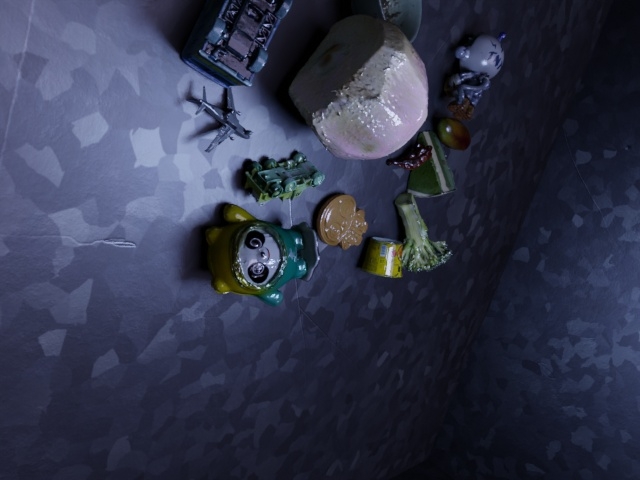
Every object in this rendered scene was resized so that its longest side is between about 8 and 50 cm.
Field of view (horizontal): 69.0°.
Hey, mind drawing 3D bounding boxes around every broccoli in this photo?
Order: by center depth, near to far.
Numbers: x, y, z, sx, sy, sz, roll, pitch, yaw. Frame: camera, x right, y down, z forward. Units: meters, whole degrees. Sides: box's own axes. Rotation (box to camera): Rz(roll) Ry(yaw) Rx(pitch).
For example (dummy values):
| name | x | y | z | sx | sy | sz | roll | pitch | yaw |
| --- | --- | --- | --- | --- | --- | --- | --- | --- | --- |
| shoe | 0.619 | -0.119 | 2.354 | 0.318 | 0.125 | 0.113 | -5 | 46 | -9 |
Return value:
| name | x | y | z | sx | sy | sz | roll | pitch | yaw |
| --- | --- | --- | --- | --- | --- | --- | --- | --- | --- |
| broccoli | 0.405 | -0.028 | 2.078 | 0.221 | 0.252 | 0.361 | -39 | 100 | -31 |

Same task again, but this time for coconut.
| name | x | y | z | sx | sy | sz | roll | pitch | yaw |
| --- | --- | --- | --- | --- | --- | --- | --- | --- | --- |
| coconut | 0.136 | -0.428 | 1.394 | 0.404 | 0.404 | 0.405 | -24 | 126 | -37 |

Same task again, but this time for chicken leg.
| name | x | y | z | sx | sy | sz | roll | pitch | yaw |
| --- | --- | --- | --- | --- | --- | --- | --- | --- | --- |
| chicken leg | 0.374 | -0.337 | 1.913 | 0.219 | 0.048 | 0.089 | -30 | 93 | -12 |

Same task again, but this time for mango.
| name | x | y | z | sx | sy | sz | roll | pitch | yaw |
| --- | --- | --- | --- | --- | --- | --- | --- | --- | --- |
| mango | 0.578 | -0.473 | 2.043 | 0.267 | 0.111 | 0.133 | 11 | 77 | -52 |

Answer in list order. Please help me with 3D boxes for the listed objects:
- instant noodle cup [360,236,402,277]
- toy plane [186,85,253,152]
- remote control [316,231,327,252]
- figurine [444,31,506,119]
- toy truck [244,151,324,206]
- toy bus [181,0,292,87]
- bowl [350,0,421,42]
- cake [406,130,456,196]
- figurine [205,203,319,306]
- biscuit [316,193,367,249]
| name | x | y | z | sx | sy | sz | roll | pitch | yaw |
| --- | --- | --- | --- | --- | --- | --- | --- | --- | --- |
| instant noodle cup | 0.268 | 0.067 | 1.965 | 0.182 | 0.182 | 0.144 | 2 | 100 | -47 |
| toy plane | -0.259 | -0.330 | 1.272 | 0.226 | 0.058 | 0.226 | 25 | 75 | -50 |
| remote control | 0.000 | 0.000 | 1.750 | 0.245 | 0.022 | 0.077 | -43 | 133 | -24 |
| figurine | 0.641 | -0.696 | 1.952 | 0.261 | 0.186 | 0.382 | 33 | 80 | -55 |
| toy truck | -0.118 | -0.183 | 1.474 | 0.259 | 0.128 | 0.135 | -25 | 152 | -38 |
| toy bus | -0.190 | -0.542 | 1.128 | 0.152 | 0.190 | 0.312 | 26 | 91 | -34 |
| bowl | 0.187 | -0.744 | 1.440 | 0.289 | 0.146 | 0.289 | -5 | 96 | -53 |
| cake | 0.454 | -0.320 | 2.047 | 0.158 | 0.172 | 0.284 | -15 | 87 | -48 |
| figurine | -0.189 | 0.047 | 1.436 | 0.340 | 0.231 | 0.324 | -3 | 87 | -37 |
| biscuit | 0.091 | -0.061 | 1.770 | 0.288 | 0.044 | 0.202 | 35 | 81 | -47 |
